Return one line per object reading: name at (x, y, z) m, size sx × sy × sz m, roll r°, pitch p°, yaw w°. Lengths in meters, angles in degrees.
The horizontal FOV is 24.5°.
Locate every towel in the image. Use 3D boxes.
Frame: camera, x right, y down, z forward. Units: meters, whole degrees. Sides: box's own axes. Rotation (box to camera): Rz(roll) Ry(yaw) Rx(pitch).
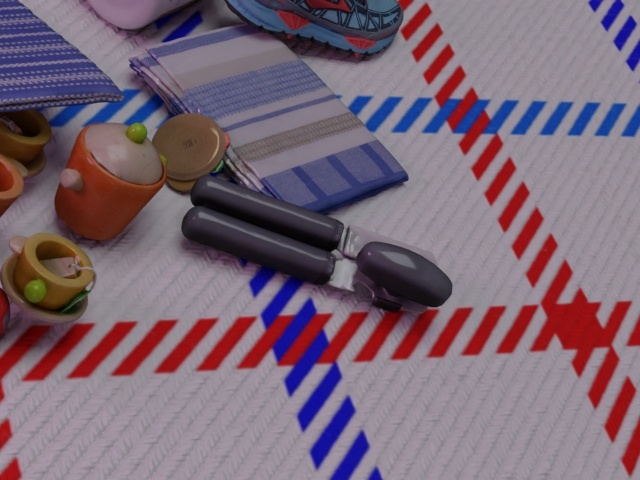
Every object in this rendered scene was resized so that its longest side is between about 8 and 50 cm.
towel at (-0.058, -0.136, 1.660) m, size 0.209 × 0.034 × 0.285 m, roll -23°, pitch 62°, yaw -42°
towel at (-0.385, -0.199, 1.506) m, size 0.243 × 0.040 × 0.336 m, roll -11°, pitch 35°, yaw -35°

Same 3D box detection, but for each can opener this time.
can opener at (0.000, 0.000, 1.504) m, size 0.280 × 0.093 × 0.074 m, roll 18°, pitch 62°, yaw -7°

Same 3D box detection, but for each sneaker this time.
sneaker at (0.014, -0.302, 1.772) m, size 0.261 × 0.125 × 0.104 m, roll 3°, pitch 42°, yaw -41°

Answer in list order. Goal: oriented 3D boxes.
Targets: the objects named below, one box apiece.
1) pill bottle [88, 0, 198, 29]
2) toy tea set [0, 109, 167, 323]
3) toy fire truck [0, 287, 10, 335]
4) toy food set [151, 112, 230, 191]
pill bottle at (-0.168, -0.345, 1.747) m, size 0.131 × 0.131 × 0.229 m, roll 39°, pitch 44°, yaw 16°
toy tea set at (-0.259, -0.045, 1.357) m, size 0.200 × 0.124 × 0.336 m, roll 31°, pitch 30°, yaw -10°
toy fire truck at (-0.353, 0.016, 1.360) m, size 0.192 × 0.047 × 0.135 m, roll 32°, pitch 41°, yaw 7°
toy food set at (-0.139, -0.098, 1.565) m, size 0.082 × 0.020 × 0.083 m, roll -36°, pitch 67°, yaw -10°
